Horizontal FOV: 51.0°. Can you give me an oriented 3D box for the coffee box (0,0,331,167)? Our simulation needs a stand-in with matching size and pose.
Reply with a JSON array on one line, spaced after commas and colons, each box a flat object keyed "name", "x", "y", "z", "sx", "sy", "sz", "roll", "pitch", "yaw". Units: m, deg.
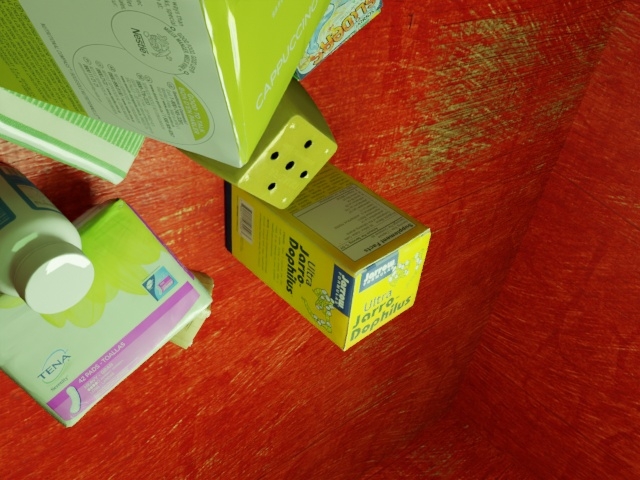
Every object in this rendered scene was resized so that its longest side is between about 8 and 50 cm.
[{"name": "coffee box", "x": -0.163, "y": -0.324, "z": 0.575, "sx": 0.338, "sy": 0.334, "sz": 0.337, "roll": 87, "pitch": 24, "yaw": -65}]

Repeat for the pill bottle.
[{"name": "pill bottle", "x": -0.397, "y": -0.002, "z": 0.887, "sx": 0.124, "sy": 0.221, "sz": 0.124, "roll": -32, "pitch": 143, "yaw": -29}]

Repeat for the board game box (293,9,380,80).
[{"name": "board game box", "x": 0.001, "y": -0.390, "z": 1.201, "sx": 0.259, "sy": 0.039, "sz": 0.124, "roll": -41, "pitch": 147, "yaw": -13}]

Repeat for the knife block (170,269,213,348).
[{"name": "knife block", "x": -0.322, "y": 0.086, "z": 1.224, "sx": 0.088, "sy": 0.242, "sz": 0.276, "roll": -57, "pitch": -167, "yaw": 8}]

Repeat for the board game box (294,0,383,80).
[{"name": "board game box", "x": 0.012, "y": -0.379, "z": 1.125, "sx": 0.201, "sy": 0.035, "sz": 0.136, "roll": -43, "pitch": 157, "yaw": -2}]

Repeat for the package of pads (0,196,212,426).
[{"name": "package of pads", "x": -0.351, "y": 0.100, "z": 1.016, "sx": 0.296, "sy": 0.101, "sz": 0.229, "roll": -43, "pitch": 110, "yaw": -12}]

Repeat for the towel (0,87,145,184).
[{"name": "towel", "x": -0.287, "y": -0.255, "z": 0.857, "sx": 0.248, "sy": 0.038, "sz": 0.325, "roll": 27, "pitch": 76, "yaw": -59}]

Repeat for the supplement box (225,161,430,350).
[{"name": "supplement box", "x": 0.000, "y": 0.000, "z": 1.275, "sx": 0.194, "sy": 0.356, "sz": 0.195, "roll": -28, "pitch": 140, "yaw": -33}]

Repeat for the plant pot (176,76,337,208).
[{"name": "plant pot", "x": -0.100, "y": -0.177, "z": 1.104, "sx": 0.212, "sy": 0.187, "sz": 0.212, "roll": -49, "pitch": 149, "yaw": 9}]
